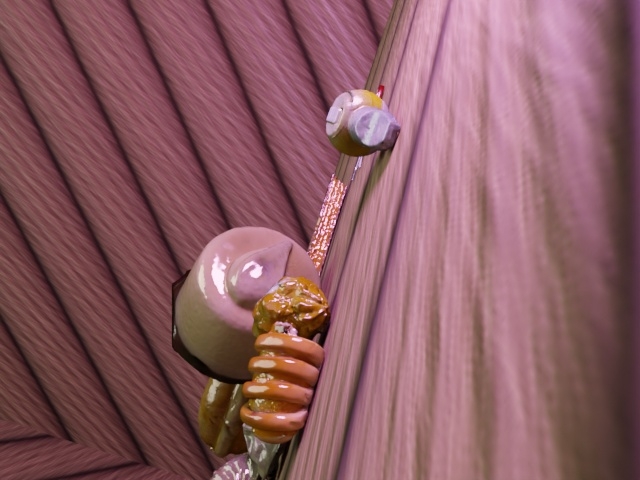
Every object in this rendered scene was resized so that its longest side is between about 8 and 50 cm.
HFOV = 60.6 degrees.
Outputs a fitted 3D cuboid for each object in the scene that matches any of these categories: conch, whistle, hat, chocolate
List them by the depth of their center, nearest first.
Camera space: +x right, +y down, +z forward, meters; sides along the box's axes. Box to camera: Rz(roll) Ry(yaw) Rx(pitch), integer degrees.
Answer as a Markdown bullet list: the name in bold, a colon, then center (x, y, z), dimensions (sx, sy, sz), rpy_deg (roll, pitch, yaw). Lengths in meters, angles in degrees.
- **hat**: center (-0.076, 0.302, 0.929), dimensions (0.166, 0.081, 0.122), rpy_deg (-60, 8, 14)
- **whistle**: center (0.087, -0.196, 0.950), dimensions (0.223, 0.122, 0.123), rpy_deg (43, 116, 63)
- **conch**: center (-0.130, 0.452, 0.980), dimensions (0.155, 0.130, 0.207), rpy_deg (-39, -20, 4)
- **chocolate**: center (-0.148, 0.112, 1.214), dimensions (0.326, 0.314, 0.297), rpy_deg (-104, 31, -45)

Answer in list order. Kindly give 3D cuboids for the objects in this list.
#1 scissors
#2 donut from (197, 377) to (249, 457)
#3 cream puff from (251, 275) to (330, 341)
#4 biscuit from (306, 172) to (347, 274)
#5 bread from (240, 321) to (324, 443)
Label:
- **scissors**: center (0.120, -0.277, 1.438), dimensions (0.144, 0.017, 0.248), rpy_deg (115, 172, -68)
- **donut**: center (-0.205, 0.384, 1.529), dimensions (0.449, 0.198, 0.449), rpy_deg (-162, 90, -86)
- **cream puff**: center (-0.039, 0.134, 0.936), dimensions (0.146, 0.116, 0.146), rpy_deg (-33, -37, -29)
- **biscuit**: center (0.000, 0.000, 1.526), dimensions (0.094, 0.054, 0.379), rpy_deg (114, 174, -72)
- **bread**: center (-0.062, 0.211, 0.823), dimensions (0.119, 0.084, 0.177), rpy_deg (-6, 61, 40)
